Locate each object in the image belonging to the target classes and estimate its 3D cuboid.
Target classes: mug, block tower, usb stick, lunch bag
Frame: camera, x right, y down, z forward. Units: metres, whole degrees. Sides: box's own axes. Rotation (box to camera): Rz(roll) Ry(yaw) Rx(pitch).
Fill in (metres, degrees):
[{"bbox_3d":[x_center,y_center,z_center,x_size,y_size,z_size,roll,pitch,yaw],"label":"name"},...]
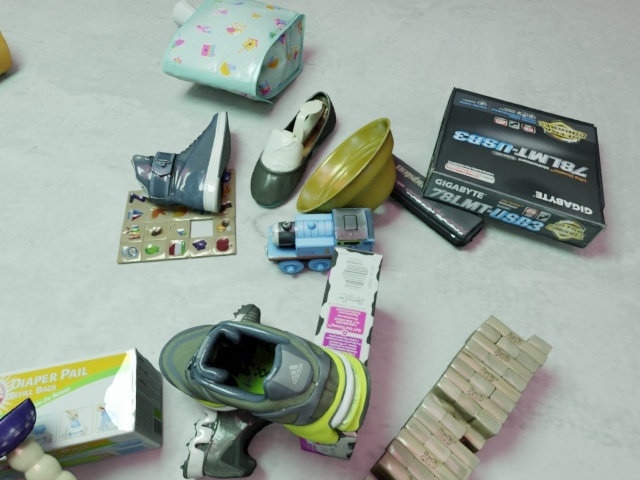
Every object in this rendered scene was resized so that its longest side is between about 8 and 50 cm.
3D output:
[{"bbox_3d":[-0.322,-0.566,1.112,0.064,0.062,0.078,36,69,11],"label":"mug"},{"bbox_3d":[0.163,0.241,0.566,0.097,0.091,0.335,39,63,21],"label":"block tower"},{"bbox_3d":[0.175,-0.091,0.815,0.077,0.045,0.278,-37,64,-22],"label":"usb stick"},{"bbox_3d":[-0.179,-0.400,0.946,0.223,0.160,0.262,19,52,10],"label":"lunch bag"}]

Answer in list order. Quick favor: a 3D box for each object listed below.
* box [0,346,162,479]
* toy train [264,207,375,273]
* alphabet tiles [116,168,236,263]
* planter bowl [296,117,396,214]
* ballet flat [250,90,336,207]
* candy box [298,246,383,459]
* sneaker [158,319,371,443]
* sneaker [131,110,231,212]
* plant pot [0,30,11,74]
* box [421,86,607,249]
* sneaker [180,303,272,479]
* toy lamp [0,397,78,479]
[{"bbox_3d":[-0.318,0.220,0.553,0.203,0.114,0.103,-10,57,-7],"label":"box"},{"bbox_3d":[0.000,0.000,0.713,0.184,0.105,0.080,-1,56,-3],"label":"toy train"},{"bbox_3d":[-0.256,-0.067,0.809,0.198,0.009,0.237,-5,56,-4],"label":"alphabet tiles"},{"bbox_3d":[0.064,-0.103,0.767,0.090,0.217,0.217,42,57,-21],"label":"planter bowl"},{"bbox_3d":[-0.055,-0.191,0.845,0.095,0.096,0.280,22,59,12],"label":"ballet flat"},{"bbox_3d":[0.028,0.149,0.583,0.071,0.159,0.233,9,56,6],"label":"candy box"},{"bbox_3d":[-0.094,0.128,0.479,0.300,0.121,0.111,-6,54,40],"label":"sneaker"},{"bbox_3d":[-0.254,-0.159,0.813,0.163,0.086,0.226,4,57,-2],"label":"sneaker"},{"bbox_3d":[-0.780,-0.400,0.917,0.205,0.205,0.188,32,46,18],"label":"plant pot"},{"bbox_3d":[0.361,-0.152,0.823,0.295,0.073,0.293,19,50,8],"label":"box"},{"bbox_3d":[-0.099,0.202,0.596,0.106,0.078,0.234,11,60,3],"label":"sneaker"},{"bbox_3d":[-0.240,0.288,0.462,0.080,0.080,0.274,-41,100,-25],"label":"toy lamp"}]
